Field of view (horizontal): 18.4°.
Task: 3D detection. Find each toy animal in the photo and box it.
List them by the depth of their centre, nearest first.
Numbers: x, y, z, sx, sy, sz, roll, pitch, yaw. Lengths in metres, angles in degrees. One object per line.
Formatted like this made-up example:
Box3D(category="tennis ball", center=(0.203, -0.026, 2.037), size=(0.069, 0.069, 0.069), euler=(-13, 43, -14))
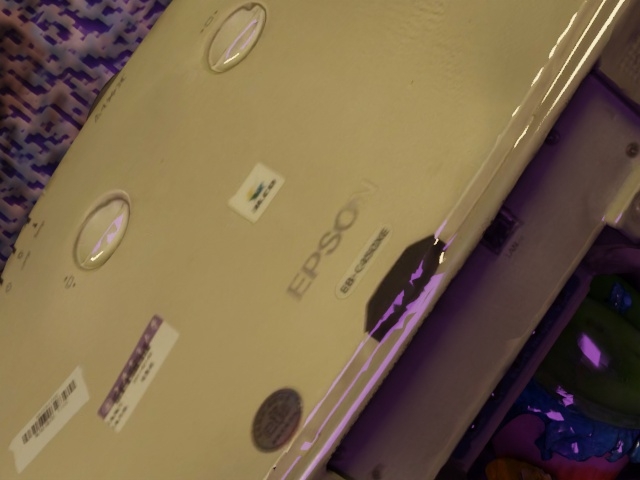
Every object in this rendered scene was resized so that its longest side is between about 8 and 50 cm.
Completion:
Box3D(category="toy animal", center=(0.034, 0.103, 0.595), size=(0.100, 0.103, 0.208), euler=(42, 103, -10))

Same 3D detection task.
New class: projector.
Box3D(category="projector", center=(0.000, 0.000, 0.564), size=(0.269, 0.088, 0.193), euler=(-56, 35, -1))
